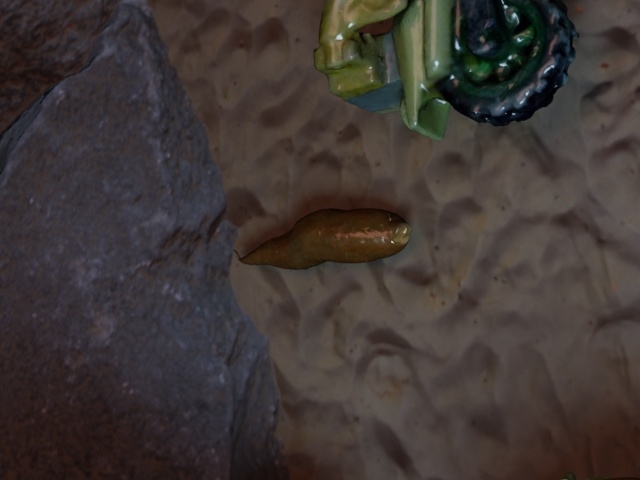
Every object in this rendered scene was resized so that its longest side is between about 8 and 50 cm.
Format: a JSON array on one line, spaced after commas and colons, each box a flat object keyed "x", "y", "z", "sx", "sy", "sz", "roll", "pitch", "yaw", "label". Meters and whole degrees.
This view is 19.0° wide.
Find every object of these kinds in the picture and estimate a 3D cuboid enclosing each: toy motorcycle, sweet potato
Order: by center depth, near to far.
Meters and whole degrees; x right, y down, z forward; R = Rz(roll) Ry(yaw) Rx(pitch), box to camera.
[{"x": 0.093, "y": -0.278, "z": 1.654, "sx": 0.237, "sy": 0.168, "sz": 0.410, "roll": -19, "pitch": 66, "yaw": 31, "label": "toy motorcycle"}, {"x": 0.000, "y": 0.000, "z": 1.710, "sx": 0.194, "sy": 0.056, "sz": 0.056, "roll": -11, "pitch": 70, "yaw": 36, "label": "sweet potato"}]

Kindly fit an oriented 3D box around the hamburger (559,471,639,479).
[{"x": 0.224, "y": 0.290, "z": 1.328, "sx": 0.212, "sy": 0.274, "sz": 0.274, "roll": -40, "pitch": 57, "yaw": 23, "label": "hamburger"}]
